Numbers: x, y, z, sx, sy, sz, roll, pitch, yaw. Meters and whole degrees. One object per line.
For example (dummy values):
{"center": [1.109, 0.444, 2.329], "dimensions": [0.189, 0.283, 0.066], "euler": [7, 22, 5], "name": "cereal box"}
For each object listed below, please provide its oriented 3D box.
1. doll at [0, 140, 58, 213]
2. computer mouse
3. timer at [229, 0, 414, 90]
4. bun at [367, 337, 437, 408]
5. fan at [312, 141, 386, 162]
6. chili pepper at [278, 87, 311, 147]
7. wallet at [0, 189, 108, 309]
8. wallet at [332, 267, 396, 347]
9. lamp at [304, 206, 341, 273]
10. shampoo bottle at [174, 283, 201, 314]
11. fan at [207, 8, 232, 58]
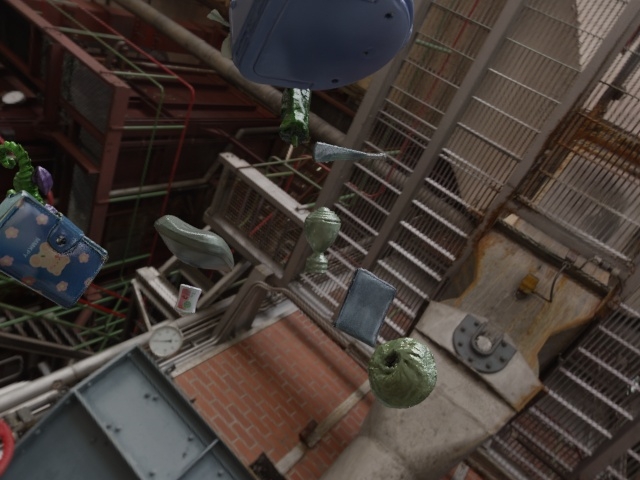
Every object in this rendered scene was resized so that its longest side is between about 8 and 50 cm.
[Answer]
{"center": [-0.598, -0.107, 0.943], "dimensions": [0.115, 0.050, 0.190], "euler": [8, -63, 11], "name": "doll"}
{"center": [-0.334, 0.025, 1.251], "dimensions": [0.197, 0.331, 0.095], "euler": [26, -104, 8], "name": "computer mouse"}
{"center": [0.017, -0.472, 0.958], "dimensions": [0.395, 0.395, 0.173], "euler": [-18, -106, 37], "name": "timer"}
{"center": [0.225, 0.385, 1.353], "dimensions": [0.221, 0.108, 0.221], "euler": [-17, -115, 40], "name": "bun"}
{"center": [0.089, -0.247, 1.359], "dimensions": [0.023, 0.282, 0.057], "euler": [21, -72, 50], "name": "fan"}
{"center": [-0.082, -0.428, 1.551], "dimensions": [0.099, 0.136, 0.271], "euler": [3, -112, 4], "name": "chili pepper"}
{"center": [-0.499, 0.018, 0.840], "dimensions": [0.059, 0.141, 0.202], "euler": [8, -30, 36], "name": "wallet"}
{"center": [0.147, 0.215, 1.513], "dimensions": [0.167, 0.222, 0.036], "euler": [30, -18, -18], "name": "wallet"}
{"center": [0.000, 0.000, 1.329], "dimensions": [0.106, 0.106, 0.193], "euler": [11, -82, 33], "name": "lamp"}
{"center": [-0.448, 0.202, 1.560], "dimensions": [0.072, 0.043, 0.099], "euler": [17, -98, -7], "name": "shampoo bottle"}
{"center": [-0.265, -0.678, 1.504], "dimensions": [0.233, 0.414, 0.012], "euler": [-36, -88, 20], "name": "fan"}
